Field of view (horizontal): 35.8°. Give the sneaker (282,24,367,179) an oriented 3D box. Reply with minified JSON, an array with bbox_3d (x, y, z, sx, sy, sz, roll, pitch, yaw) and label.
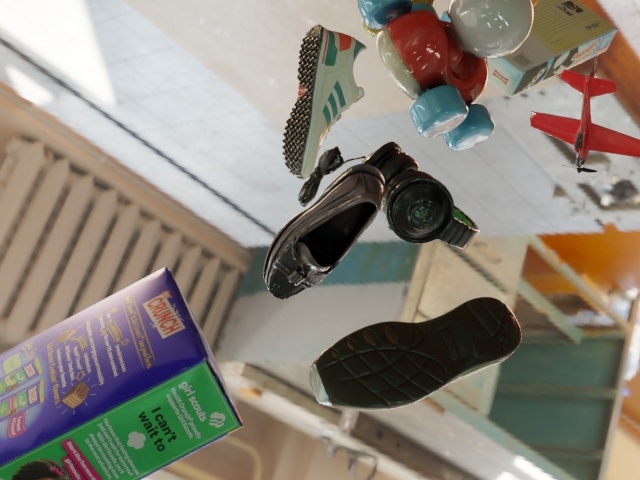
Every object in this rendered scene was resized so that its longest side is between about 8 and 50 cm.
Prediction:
[{"bbox_3d":[0.011,-0.141,1.046,0.075,0.161,0.057,7,-174,-28],"label":"sneaker"}]

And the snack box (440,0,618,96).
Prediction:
[{"bbox_3d":[0.374,-0.375,1.790,0.187,0.322,0.060,44,138,22],"label":"snack box"}]

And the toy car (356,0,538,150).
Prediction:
[{"bbox_3d":[0.213,-0.280,1.344,0.238,0.219,0.210,-31,160,23],"label":"toy car"}]

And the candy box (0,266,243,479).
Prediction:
[{"bbox_3d":[-0.288,0.200,1.267,0.122,0.317,0.268,65,174,-29],"label":"candy box"}]

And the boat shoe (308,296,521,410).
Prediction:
[{"bbox_3d":[0.136,0.178,1.429,0.323,0.123,0.120,-12,161,-22],"label":"boat shoe"}]

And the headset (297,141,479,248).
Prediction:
[{"bbox_3d":[0.136,-0.076,1.922,0.394,0.185,0.243,27,-165,-40],"label":"headset"}]

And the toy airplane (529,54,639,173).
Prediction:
[{"bbox_3d":[0.316,-0.144,1.174,0.151,0.028,0.151,22,130,29],"label":"toy airplane"}]

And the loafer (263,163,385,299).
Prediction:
[{"bbox_3d":[0.000,0.000,1.687,0.109,0.095,0.302,29,118,-22],"label":"loafer"}]

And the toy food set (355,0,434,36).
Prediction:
[{"bbox_3d":[0.133,-0.421,1.785,0.128,0.218,0.071,27,137,7],"label":"toy food set"}]
